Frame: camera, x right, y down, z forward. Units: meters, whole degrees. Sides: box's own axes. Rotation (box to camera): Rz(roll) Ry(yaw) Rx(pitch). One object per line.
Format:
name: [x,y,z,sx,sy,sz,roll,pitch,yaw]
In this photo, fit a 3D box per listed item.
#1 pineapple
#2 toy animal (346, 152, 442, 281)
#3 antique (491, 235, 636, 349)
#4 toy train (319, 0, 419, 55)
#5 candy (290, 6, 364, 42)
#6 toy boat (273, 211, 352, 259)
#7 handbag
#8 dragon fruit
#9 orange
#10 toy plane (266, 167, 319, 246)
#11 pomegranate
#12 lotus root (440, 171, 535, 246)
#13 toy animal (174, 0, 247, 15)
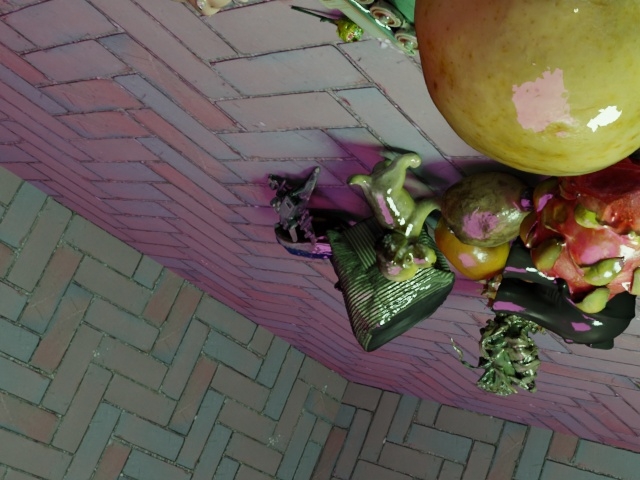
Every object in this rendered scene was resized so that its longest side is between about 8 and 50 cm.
pineapple: [0.423,0.203,1.863,0.262,0.272,0.262,21,164,6]
toy animal: [0.150,-0.046,1.591,0.121,0.168,0.233,-1,119,56]
antique: [0.464,0.096,1.605,0.255,0.185,0.322,16,-171,13]
toy train: [0.074,-0.309,1.104,0.194,0.081,0.125,32,171,-35]
candy: [0.007,-0.318,1.243,0.123,0.035,0.035,27,133,20]
toy boat: [0.000,0.000,2.056,0.262,0.114,0.115,2,142,43]
handbag: [0.140,0.069,1.817,0.240,0.247,0.341,60,173,16]
dragon fruit: [0.427,-0.024,1.314,0.227,0.243,0.307,2,-156,-7]
orange: [0.296,0.001,1.655,0.156,0.124,0.156,42,-169,-10]
toy plane: [-0.054,-0.089,1.904,0.192,0.088,0.262,54,159,12]
pomegranate: [0.229,-0.210,0.886,0.307,0.307,0.307,21,163,7]
lotus root: [0.302,-0.055,1.493,0.138,0.138,0.214,33,154,-29]
toy animal: [-0.183,-0.376,1.238,0.150,0.089,0.083,16,-177,11]
